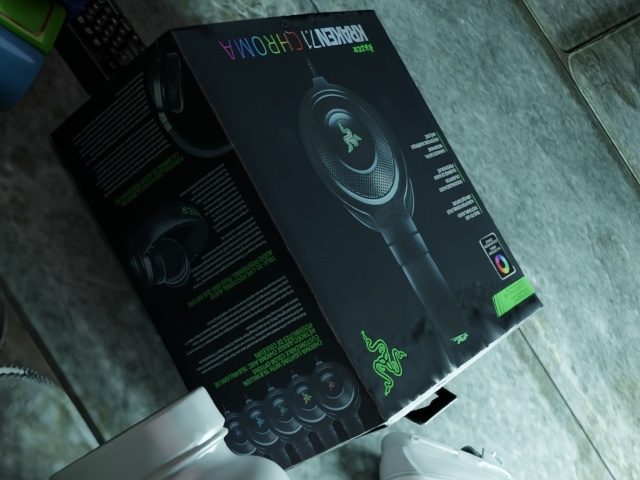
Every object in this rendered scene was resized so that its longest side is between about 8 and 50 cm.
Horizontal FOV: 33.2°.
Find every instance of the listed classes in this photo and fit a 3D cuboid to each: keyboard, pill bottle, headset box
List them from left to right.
[{"bbox_3d":[-0.192,-0.186,0.746,0.180,0.023,0.108,54,35,-3],"label":"keyboard"},{"bbox_3d":[-0.045,0.190,0.546,0.121,0.121,0.216,-26,84,-55],"label":"pill bottle"},{"bbox_3d":[0.000,0.000,0.739,0.246,0.131,0.283,-21,81,-54],"label":"headset box"}]

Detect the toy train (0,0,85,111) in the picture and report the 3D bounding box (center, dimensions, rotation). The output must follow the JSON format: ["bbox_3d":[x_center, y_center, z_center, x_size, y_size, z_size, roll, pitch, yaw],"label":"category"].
[{"bbox_3d":[-0.259,-0.154,0.583,0.248,0.105,0.143,33,55,-31],"label":"toy train"}]

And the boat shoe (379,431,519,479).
[{"bbox_3d":[0.114,0.184,0.803,0.184,0.066,0.063,17,51,-30],"label":"boat shoe"}]
